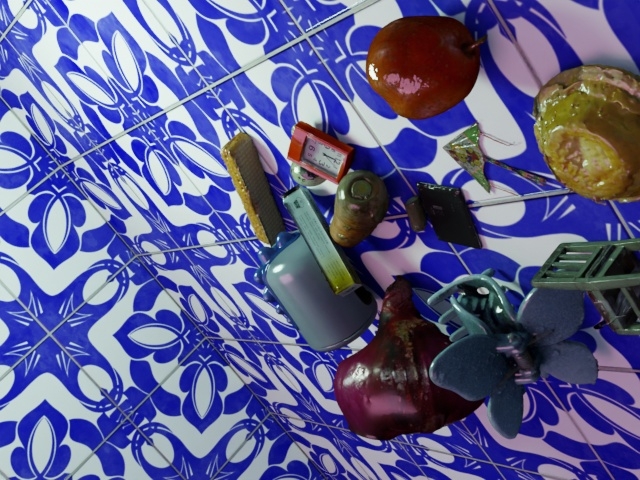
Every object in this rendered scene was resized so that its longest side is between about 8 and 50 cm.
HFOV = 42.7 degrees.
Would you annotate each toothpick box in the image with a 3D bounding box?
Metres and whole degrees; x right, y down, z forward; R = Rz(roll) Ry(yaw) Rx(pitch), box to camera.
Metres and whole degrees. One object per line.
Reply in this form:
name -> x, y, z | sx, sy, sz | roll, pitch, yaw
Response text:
toothpick box -> -0.029, 0.124, 2.328 | 0.263, 0.263, 0.354 | -1, 128, 55

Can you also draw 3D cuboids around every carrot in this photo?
carrot -> 0.092, -0.078, 2.011 | 0.139, 0.138, 0.302 | 42, 163, 4

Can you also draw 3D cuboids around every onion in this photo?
onion -> 0.218, 0.301, 2.139 | 0.398, 0.399, 0.419 | -14, 85, 60

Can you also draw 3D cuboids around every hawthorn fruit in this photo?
hawthorn fruit -> 0.203, -0.320, 1.457 | 0.226, 0.196, 0.196 | -13, 121, 41

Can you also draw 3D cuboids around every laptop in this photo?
laptop -> 0.296, -0.056, 1.884 | 0.129, 0.016, 0.180 | 15, 143, 46

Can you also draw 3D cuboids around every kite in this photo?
kite -> 0.349, -0.162, 1.664 | 0.244, 0.006, 0.198 | 24, 147, 35

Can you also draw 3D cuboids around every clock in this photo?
clock -> 0.004, -0.216, 1.990 | 0.155, 0.061, 0.113 | 30, 137, 9

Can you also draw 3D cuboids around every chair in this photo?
chair -> 0.568, 0.089, 1.578 | 0.147, 0.136, 0.270 | 54, 150, -16

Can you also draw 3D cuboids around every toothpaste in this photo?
toothpaste -> 0.000, 0.000, 2.168 | 0.312, 0.071, 0.089 | 60, -166, 15

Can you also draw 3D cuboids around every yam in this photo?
yam -> 0.225, -0.065, 1.937 | 0.043, 0.043, 0.094 | 16, 142, 43

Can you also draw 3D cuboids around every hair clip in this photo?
hair clip -> 0.419, 0.229, 1.853 | 0.318, 0.392, 0.238 | 55, 177, -26

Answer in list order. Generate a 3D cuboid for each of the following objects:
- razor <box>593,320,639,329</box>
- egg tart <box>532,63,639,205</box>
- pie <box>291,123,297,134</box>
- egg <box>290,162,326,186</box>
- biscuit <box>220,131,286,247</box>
razor -> 0.652, 0.182, 1.717 | 0.155, 0.044, 0.028 | 9, 111, 46
egg tart -> 0.470, -0.160, 1.379 | 0.295, 0.116, 0.294 | 35, 152, 22
pie -> -0.039, -0.255, 2.056 | 0.085, 0.017, 0.085 | 30, 150, 20
egg -> -0.025, -0.177, 2.075 | 0.110, 0.085, 0.085 | 18, 143, 38
biscuit -> -0.187, -0.140, 2.350 | 0.054, 0.094, 0.378 | 16, 144, 33
